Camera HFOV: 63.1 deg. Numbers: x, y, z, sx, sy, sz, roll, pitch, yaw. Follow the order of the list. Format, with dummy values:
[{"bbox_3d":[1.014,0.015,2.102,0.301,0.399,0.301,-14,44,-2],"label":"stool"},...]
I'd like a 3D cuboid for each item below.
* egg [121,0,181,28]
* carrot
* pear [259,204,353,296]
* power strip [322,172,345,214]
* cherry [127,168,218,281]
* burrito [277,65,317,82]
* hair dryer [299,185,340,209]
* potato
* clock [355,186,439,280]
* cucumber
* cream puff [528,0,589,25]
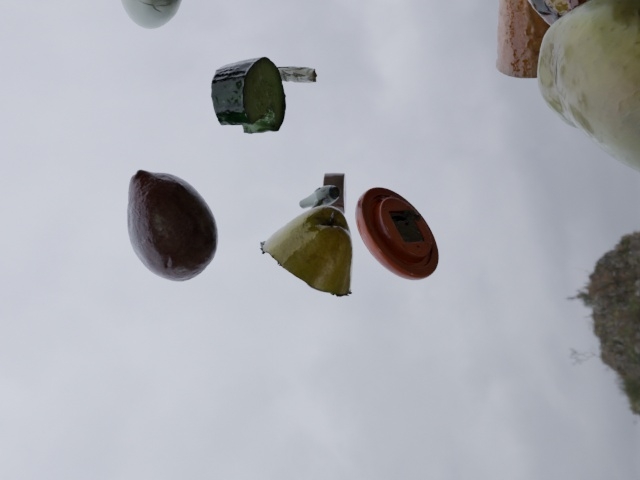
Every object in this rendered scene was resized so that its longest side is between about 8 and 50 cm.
[{"bbox_3d":[-0.401,-0.599,1.236,0.151,0.209,0.151,12,-127,-16],"label":"egg"},{"bbox_3d":[0.512,-0.537,1.229,0.196,0.195,0.254,-53,-40,-40],"label":"carrot"},{"bbox_3d":[0.002,0.001,1.288,0.266,0.267,0.178,16,-72,-47],"label":"pear"},{"bbox_3d":[0.051,-0.168,1.860,0.154,0.078,0.154,-1,-90,-83],"label":"power strip"},{"bbox_3d":[-0.352,-0.033,1.225,0.202,0.230,0.300,-24,-60,-11],"label":"cherry"},{"bbox_3d":[-0.082,-0.472,1.486,0.041,0.185,0.045,-53,-43,-26],"label":"burrito"},{"bbox_3d":[-0.039,-0.091,1.636,0.067,0.167,0.199,48,-113,-19],"label":"hair dryer"},{"bbox_3d":[0.272,-0.136,0.439,0.157,0.194,0.157,-13,-59,-23],"label":"potato"},{"bbox_3d":[0.152,-0.017,1.008,0.205,0.051,0.205,24,-135,-27],"label":"clock"},{"bbox_3d":[-0.178,-0.358,1.284,0.191,0.130,0.191,-6,-90,-67],"label":"cucumber"},{"bbox_3d":[0.402,-0.411,0.767,0.240,0.164,0.240,5,-101,-27],"label":"cream puff"}]
